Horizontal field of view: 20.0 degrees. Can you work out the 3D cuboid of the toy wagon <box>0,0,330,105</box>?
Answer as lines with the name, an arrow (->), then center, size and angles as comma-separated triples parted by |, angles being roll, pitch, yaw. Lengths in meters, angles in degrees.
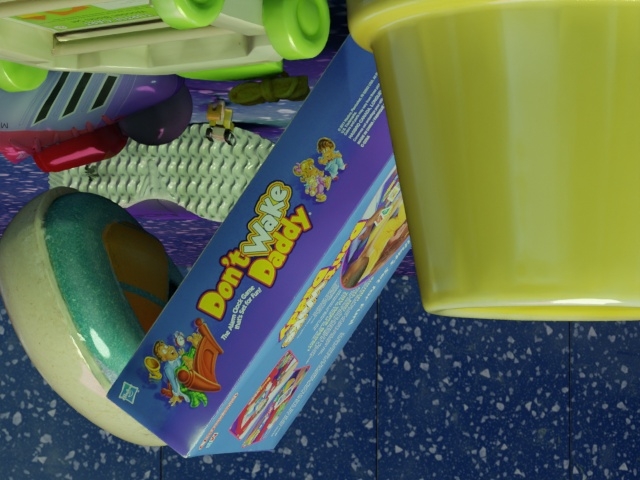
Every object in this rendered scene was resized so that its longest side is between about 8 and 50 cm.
toy wagon -> -0.127, -0.147, 1.221 | 0.267, 0.068, 0.344 | -3, 175, 33

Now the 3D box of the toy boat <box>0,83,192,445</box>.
toy boat -> -0.166, 0.000, 1.519 | 0.148, 0.318, 0.267 | -19, 146, 14

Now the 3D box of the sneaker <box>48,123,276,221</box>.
sneaker -> -0.132, -0.071, 1.947 | 0.293, 0.102, 0.146 | 3, -179, 26

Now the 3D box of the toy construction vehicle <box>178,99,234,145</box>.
toy construction vehicle -> -0.125, -0.119, 1.742 | 0.086, 0.035, 0.098 | 11, 174, 9

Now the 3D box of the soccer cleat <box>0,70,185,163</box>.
soccer cleat -> -0.221, -0.108, 1.492 | 0.248, 0.095, 0.083 | -1, 174, 23

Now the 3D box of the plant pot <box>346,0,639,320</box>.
plant pot -> 0.138, -0.077, 1.017 | 0.254, 0.239, 0.254 | 1, 174, 0

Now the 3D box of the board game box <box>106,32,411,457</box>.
board game box -> 0.000, 0.000, 1.376 | 0.078, 0.347, 0.233 | 35, -177, 14
